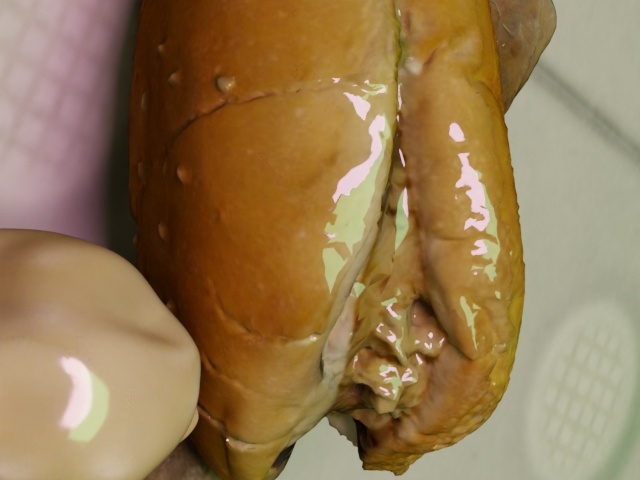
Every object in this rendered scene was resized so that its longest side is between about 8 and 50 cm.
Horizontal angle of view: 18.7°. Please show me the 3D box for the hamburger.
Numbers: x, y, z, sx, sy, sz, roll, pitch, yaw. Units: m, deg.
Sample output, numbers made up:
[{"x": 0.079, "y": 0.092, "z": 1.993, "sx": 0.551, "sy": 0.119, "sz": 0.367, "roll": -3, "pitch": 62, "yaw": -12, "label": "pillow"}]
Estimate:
[{"x": 0.000, "y": -0.048, "z": 0.753, "sx": 0.144, "sy": 0.156, "sz": 0.283, "roll": -2, "pitch": 81, "yaw": -11, "label": "hamburger"}]

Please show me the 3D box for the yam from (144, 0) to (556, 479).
[{"x": 0.000, "y": 0.000, "z": 0.870, "sx": 0.356, "sy": 0.081, "sz": 0.081, "roll": -54, "pitch": 137, "yaw": -25, "label": "yam"}]

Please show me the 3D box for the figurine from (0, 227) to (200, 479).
[{"x": -0.110, "y": 0.085, "z": 0.713, "sx": 0.108, "sy": 0.114, "sz": 0.196, "roll": -73, "pitch": 179, "yaw": -48, "label": "figurine"}]
